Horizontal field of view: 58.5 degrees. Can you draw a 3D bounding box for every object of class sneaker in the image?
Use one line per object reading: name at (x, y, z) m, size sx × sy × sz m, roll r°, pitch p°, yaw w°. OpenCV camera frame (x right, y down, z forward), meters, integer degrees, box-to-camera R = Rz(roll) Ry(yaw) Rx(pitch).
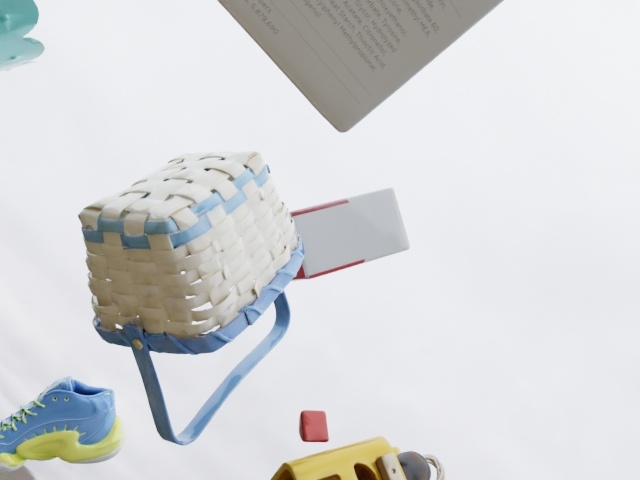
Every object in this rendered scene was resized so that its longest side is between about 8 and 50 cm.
sneaker at (-0.407, 0.256, 0.822) m, size 0.091 × 0.240 × 0.126 m, roll -178°, pitch -91°, yaw -69°

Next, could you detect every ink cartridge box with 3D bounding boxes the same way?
ink cartridge box at (0.000, 0.000, 1.032) m, size 0.273 × 0.197 × 0.114 m, roll -18°, pitch -93°, yaw 67°

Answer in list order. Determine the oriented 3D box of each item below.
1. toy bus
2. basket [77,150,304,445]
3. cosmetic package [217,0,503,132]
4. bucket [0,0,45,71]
toy bus at (0.050, 0.259, 0.596) m, size 0.191 × 0.202 × 0.104 m, roll 29°, pitch -44°, yaw 2°
basket at (-0.130, 0.053, 0.672) m, size 0.201 × 0.255 × 0.289 m, roll -1°, pitch -63°, yaw 29°
cosmetic package at (0.027, -0.209, 0.402) m, size 0.184 × 0.151 × 0.151 m, roll -37°, pitch -58°, yaw 16°
bucket at (-0.410, -0.260, 0.517) m, size 0.281 × 0.183 × 0.281 m, roll 38°, pitch -32°, yaw 29°
